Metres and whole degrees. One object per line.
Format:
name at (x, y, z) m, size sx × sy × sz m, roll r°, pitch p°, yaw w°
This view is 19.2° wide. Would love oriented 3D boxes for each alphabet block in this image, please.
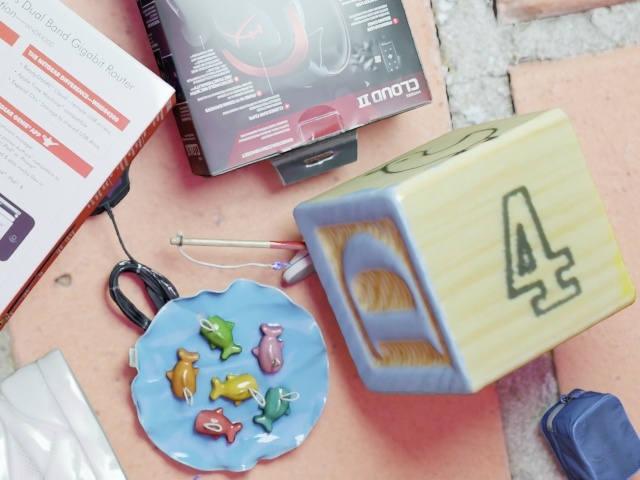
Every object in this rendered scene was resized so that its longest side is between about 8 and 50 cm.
alphabet block at (0.127, 0.012, 1.686) m, size 0.197 × 0.192 × 0.193 m, roll -26°, pitch 100°, yaw -28°

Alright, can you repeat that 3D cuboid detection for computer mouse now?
computer mouse at (-0.189, -0.020, 1.715) m, size 0.071 × 0.041 × 0.242 m, roll -26°, pitch 105°, yaw -12°

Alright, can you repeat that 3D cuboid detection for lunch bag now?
lunch bag at (0.256, 0.188, 1.807) m, size 0.067 × 0.065 × 0.098 m, roll -34°, pitch 106°, yaw -24°

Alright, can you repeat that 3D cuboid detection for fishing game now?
fishing game at (-0.082, 0.125, 1.726) m, size 0.189 × 0.041 × 0.264 m, roll 3°, pitch 100°, yaw -11°

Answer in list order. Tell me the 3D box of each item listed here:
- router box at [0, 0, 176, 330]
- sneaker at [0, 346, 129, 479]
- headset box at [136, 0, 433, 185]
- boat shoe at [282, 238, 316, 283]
router box at (-0.343, -0.106, 1.613) m, size 0.335 × 0.082 × 0.301 m, roll 38°, pitch 84°, yaw 0°
sneaker at (-0.239, 0.261, 1.670) m, size 0.169 × 0.108 × 0.292 m, roll -27°, pitch 81°, yaw -8°
headset box at (-0.043, -0.199, 1.698) m, size 0.218 × 0.110 × 0.293 m, roll -20°, pitch 97°, yaw -11°
boat shoe at (0.000, 0.000, 1.760) m, size 0.100 × 0.035 × 0.035 m, roll -39°, pitch 73°, yaw -5°
